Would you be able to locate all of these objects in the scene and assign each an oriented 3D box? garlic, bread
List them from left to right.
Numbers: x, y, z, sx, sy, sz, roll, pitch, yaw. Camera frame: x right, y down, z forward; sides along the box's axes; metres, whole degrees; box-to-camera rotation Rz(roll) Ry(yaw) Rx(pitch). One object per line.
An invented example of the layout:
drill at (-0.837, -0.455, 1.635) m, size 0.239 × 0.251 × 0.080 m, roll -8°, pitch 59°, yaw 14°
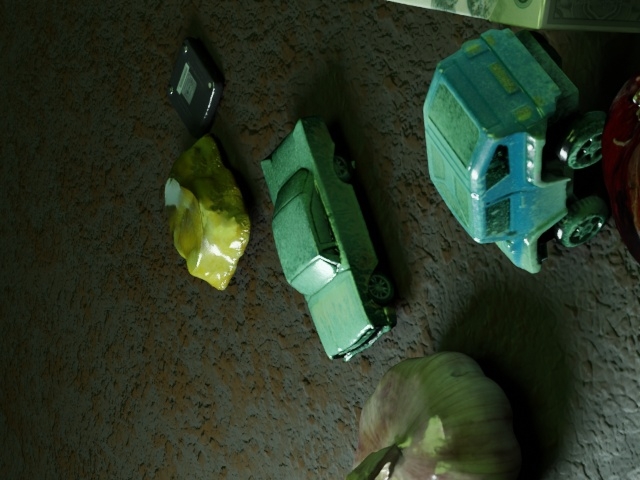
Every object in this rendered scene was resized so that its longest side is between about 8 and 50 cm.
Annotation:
bread at (-0.184, -0.045, 2.050) m, size 0.233 × 0.088 × 0.161 m, roll 57°, pitch 142°, yaw 37°
garlic at (0.108, 0.264, 1.538) m, size 0.245 × 0.253 × 0.245 m, roll 11°, pitch 105°, yaw 45°

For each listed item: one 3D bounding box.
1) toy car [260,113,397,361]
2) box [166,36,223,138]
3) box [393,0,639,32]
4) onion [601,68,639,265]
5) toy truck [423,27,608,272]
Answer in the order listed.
toy car at (0.000, 0.000, 1.777) m, size 0.141 × 0.097 × 0.321 m, roll -42°, pitch 61°, yaw 51°
box at (-0.202, -0.243, 2.095) m, size 0.125 × 0.027 × 0.126 m, roll 57°, pitch 138°, yaw 32°
box at (0.204, -0.269, 1.378) m, size 0.256 × 0.164 × 0.069 m, roll 25°, pitch 114°, yaw 51°
onion at (0.356, -0.058, 1.160) m, size 0.221 × 0.281 × 0.281 m, roll -40°, pitch 51°, yaw 0°
toy truck at (0.201, -0.089, 1.356) m, size 0.155 × 0.156 × 0.279 m, roll 59°, pitch 170°, yaw 32°
